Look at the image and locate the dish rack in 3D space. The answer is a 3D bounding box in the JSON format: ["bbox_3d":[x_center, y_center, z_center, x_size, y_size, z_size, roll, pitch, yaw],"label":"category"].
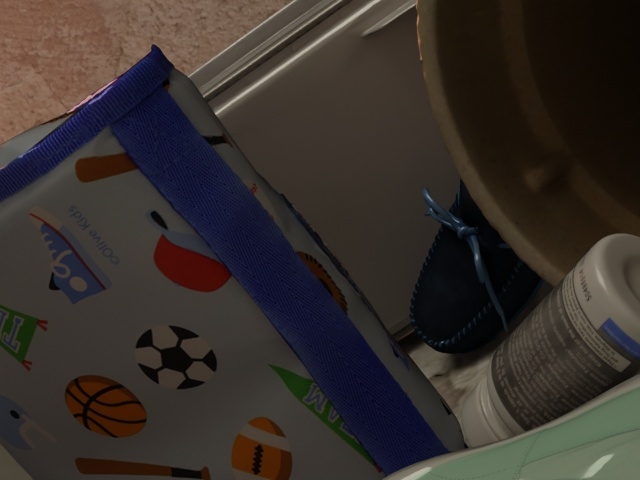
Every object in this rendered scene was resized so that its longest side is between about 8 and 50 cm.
[{"bbox_3d":[0.030,-0.045,0.952,0.333,0.285,0.072,-34,18,9],"label":"dish rack"}]

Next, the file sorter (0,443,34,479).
[{"bbox_3d":[-0.178,0.227,0.515,0.193,0.278,0.173,-25,20,40],"label":"file sorter"}]

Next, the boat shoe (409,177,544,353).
[{"bbox_3d":[0.125,-0.035,0.860,0.089,0.109,0.258,2,-62,-53],"label":"boat shoe"}]

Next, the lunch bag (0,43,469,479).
[{"bbox_3d":[-0.105,0.064,0.808,0.239,0.328,0.385,-46,15,-31],"label":"lunch bag"}]

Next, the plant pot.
[{"bbox_3d":[0.274,-0.145,0.691,0.334,0.334,0.305,-23,6,44],"label":"plant pot"}]

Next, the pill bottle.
[{"bbox_3d":[0.137,0.067,0.642,0.137,0.078,0.078,-54,-2,38],"label":"pill bottle"}]

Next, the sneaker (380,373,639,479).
[{"bbox_3d":[0.087,0.142,0.516,0.256,0.094,0.151,-32,6,4],"label":"sneaker"}]
